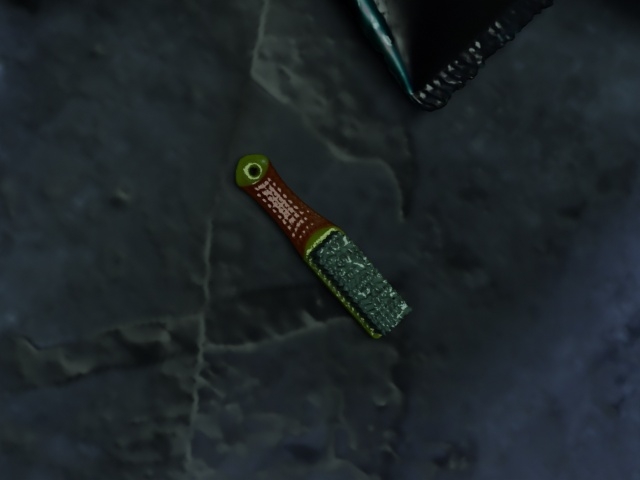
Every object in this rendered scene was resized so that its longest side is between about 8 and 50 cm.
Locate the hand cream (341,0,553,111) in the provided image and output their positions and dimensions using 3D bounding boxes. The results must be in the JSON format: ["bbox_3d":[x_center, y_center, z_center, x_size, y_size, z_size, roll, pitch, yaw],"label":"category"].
[{"bbox_3d":[-0.003,-0.186,0.527,0.120,0.061,0.270,-43,103,-19],"label":"hand cream"}]

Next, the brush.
[{"bbox_3d":[0.000,0.000,0.522,0.019,0.021,0.083,-43,95,-10],"label":"brush"}]
